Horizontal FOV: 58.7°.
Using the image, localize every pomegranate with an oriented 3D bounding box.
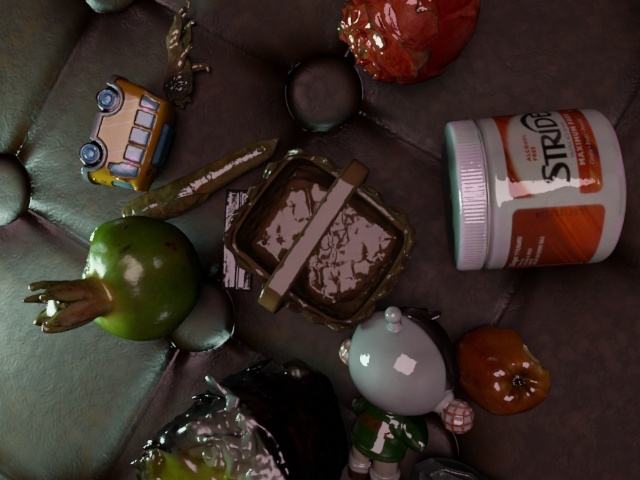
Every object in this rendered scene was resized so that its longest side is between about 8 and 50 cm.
[{"bbox_3d":[-0.349,0.078,0.998,0.235,0.301,0.236,9,109,27],"label":"pomegranate"}]

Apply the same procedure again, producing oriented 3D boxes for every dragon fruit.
[{"bbox_3d":[0.153,-0.392,0.978,0.240,0.241,0.252,34,79,6],"label":"dragon fruit"}]

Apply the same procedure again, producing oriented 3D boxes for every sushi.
[{"bbox_3d":[-0.114,0.361,0.943,0.299,0.294,0.281,-41,79,17],"label":"sushi"}]

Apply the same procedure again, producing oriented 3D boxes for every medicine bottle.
[{"bbox_3d":[0.333,-0.080,0.936,0.240,0.252,0.253,-5,89,7],"label":"medicine bottle"}]

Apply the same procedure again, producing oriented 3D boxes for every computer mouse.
[{"bbox_3d":[0.265,0.468,1.032,0.231,0.071,0.126,33,106,-2],"label":"computer mouse"}]

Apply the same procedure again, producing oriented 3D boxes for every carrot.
[{"bbox_3d":[-0.226,-0.110,1.099,0.342,0.070,0.070,-26,87,4],"label":"carrot"}]

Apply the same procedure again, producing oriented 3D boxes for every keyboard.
[{"bbox_3d":[-0.160,-0.001,1.115,0.063,0.010,0.198,3,90,8],"label":"keyboard"}]

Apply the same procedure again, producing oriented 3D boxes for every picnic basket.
[{"bbox_3d":[0.000,0.000,0.947,0.291,0.321,0.254,36,90,4],"label":"picnic basket"}]

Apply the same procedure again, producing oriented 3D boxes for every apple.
[{"bbox_3d":[0.307,0.227,0.984,0.146,0.158,0.156,-17,90,7],"label":"apple"}]

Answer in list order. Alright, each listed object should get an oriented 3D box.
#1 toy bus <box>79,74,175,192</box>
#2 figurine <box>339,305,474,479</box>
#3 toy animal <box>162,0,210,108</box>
[{"bbox_3d":[-0.360,-0.193,1.087,0.136,0.126,0.210,18,92,-1],"label":"toy bus"},{"bbox_3d":[0.123,0.270,0.984,0.281,0.167,0.370,26,115,38],"label":"figurine"},{"bbox_3d":[-0.260,-0.370,1.103,0.086,0.069,0.220,5,88,16],"label":"toy animal"}]
